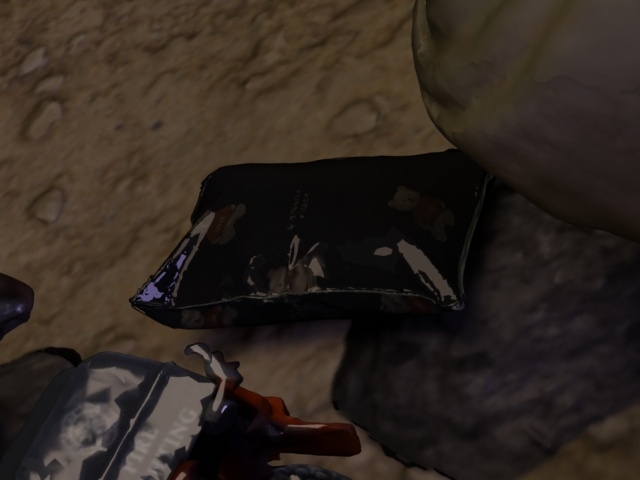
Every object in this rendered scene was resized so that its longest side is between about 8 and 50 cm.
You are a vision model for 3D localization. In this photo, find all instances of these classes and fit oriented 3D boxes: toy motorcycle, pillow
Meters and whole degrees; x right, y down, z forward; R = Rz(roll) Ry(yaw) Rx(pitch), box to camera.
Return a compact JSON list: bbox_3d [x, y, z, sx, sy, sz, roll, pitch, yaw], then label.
[{"bbox_3d":[-0.113,0.179,0.496,0.221,0.148,0.325,19,63,19],"label":"toy motorcycle"},{"bbox_3d":[0.000,0.000,0.649,0.150,0.048,0.090,-4,58,24],"label":"pillow"}]

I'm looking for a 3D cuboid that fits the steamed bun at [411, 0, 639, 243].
[{"bbox_3d":[0.217,-0.130,0.436,0.247,0.352,0.339,38,118,31],"label":"steamed bun"}]

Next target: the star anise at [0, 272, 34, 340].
[{"bbox_3d":[-0.221,0.089,0.589,0.109,0.236,0.223,33,51,2],"label":"star anise"}]
